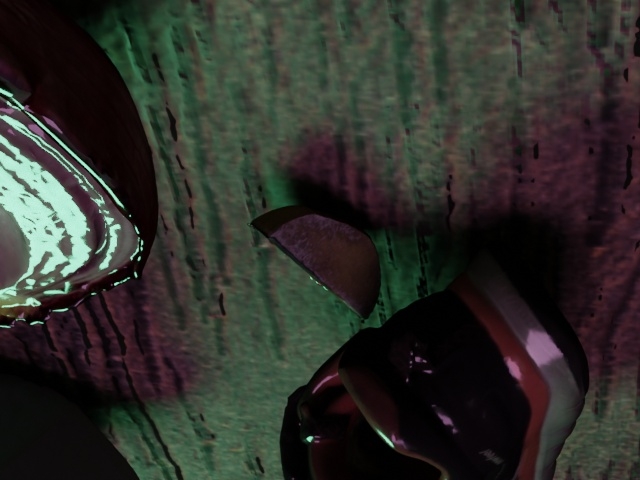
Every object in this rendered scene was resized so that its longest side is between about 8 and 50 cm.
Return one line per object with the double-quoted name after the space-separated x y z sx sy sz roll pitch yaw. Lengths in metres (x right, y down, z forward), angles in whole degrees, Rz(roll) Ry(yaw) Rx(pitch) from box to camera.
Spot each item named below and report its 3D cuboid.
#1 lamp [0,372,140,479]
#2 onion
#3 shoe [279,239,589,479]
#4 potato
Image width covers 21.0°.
-0.282 0.194 1.111 0.247 0.247 0.301 45 135 -2 "lamp"
-0.190 -0.074 0.688 0.227 0.120 0.283 -6 151 24 "onion"
0.048 0.116 0.923 0.137 0.114 0.291 -27 156 -20 "shoe"
0.000 0.000 0.863 0.093 0.036 0.037 42 179 -44 "potato"
